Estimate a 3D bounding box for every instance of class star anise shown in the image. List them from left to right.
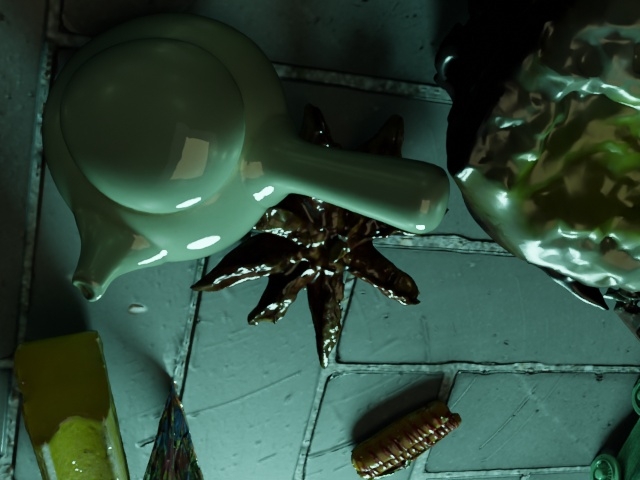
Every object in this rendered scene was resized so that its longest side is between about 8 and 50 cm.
[{"bbox_3d":[-0.001,0.001,0.879,0.288,0.088,0.288,-8,121,-14],"label":"star anise"}]

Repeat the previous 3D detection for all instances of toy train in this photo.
[{"bbox_3d":[0.453,0.291,1.161,0.101,0.159,0.248,13,113,-20],"label":"toy train"}]

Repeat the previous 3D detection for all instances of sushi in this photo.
[{"bbox_3d":[0.257,-0.114,0.759,0.299,0.294,0.281,40,111,-17],"label":"sushi"}]

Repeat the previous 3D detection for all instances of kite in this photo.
[{"bbox_3d":[-0.158,0.241,0.919,0.009,0.232,0.189,-3,77,9],"label":"kite"}]

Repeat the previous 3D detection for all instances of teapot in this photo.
[{"bbox_3d":[-0.071,-0.088,0.716,0.318,0.149,0.220,-12,93,3],"label":"teapot"}]

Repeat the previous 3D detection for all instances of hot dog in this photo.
[{"bbox_3d":[0.105,0.244,1.074,0.144,0.038,0.062,-29,123,-4],"label":"hot dog"}]

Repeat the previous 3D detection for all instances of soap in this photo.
[{"bbox_3d":[-0.231,0.194,0.851,0.080,0.160,0.258,-12,121,-16],"label":"soap"}]

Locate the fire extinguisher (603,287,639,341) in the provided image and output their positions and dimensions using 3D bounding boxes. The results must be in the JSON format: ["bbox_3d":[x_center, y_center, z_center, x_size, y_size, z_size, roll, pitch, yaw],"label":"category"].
[{"bbox_3d":[0.385,0.017,1.017,0.075,0.106,0.252,-14,122,-36],"label":"fire extinguisher"}]
